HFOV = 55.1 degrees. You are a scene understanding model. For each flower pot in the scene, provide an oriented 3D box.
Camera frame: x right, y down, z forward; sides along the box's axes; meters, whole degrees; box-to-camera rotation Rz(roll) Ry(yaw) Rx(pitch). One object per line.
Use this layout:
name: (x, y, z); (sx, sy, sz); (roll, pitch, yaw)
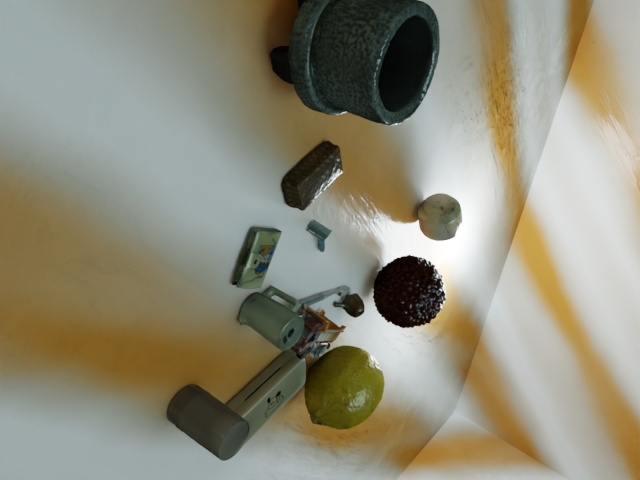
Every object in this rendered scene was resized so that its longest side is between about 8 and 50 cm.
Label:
flower pot: (0.078, -0.394, 1.267); (0.299, 0.283, 0.299); (-35, 137, -41)

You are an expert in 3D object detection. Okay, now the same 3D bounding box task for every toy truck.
toy truck: (-0.025, 0.264, 1.787); (0.135, 0.114, 0.270); (-57, 160, 4)

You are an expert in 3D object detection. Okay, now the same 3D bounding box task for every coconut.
coconut: (0.442, -0.074, 2.237); (0.171, 0.171, 0.183); (-49, 141, -23)

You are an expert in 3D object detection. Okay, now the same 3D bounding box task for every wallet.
wallet: (-0.153, 0.044, 1.498); (0.110, 0.039, 0.155); (3, 110, -60)

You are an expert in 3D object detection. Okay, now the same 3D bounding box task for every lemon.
lemon: (0.074, 0.484, 2.017); (0.310, 0.253, 0.253); (-42, 145, -35)

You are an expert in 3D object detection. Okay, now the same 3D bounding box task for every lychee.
lychee: (0.313, 0.180, 2.168); (0.264, 0.300, 0.264); (-4, 117, -8)

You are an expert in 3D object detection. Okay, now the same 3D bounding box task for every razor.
razor: (0.000, 0.000, 1.708); (0.040, 0.068, 0.135); (-50, 160, -19)

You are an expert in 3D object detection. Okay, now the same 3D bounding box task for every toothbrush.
toothbrush: (-0.009, 0.178, 1.862); (0.342, 0.025, 0.030); (-11, 128, -56)

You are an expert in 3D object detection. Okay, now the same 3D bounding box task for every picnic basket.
picnic basket: (-0.014, -0.161, 1.539); (0.193, 0.055, 0.110); (-45, 147, -26)

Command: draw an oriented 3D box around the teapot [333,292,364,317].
teapot: (0.088, 0.220, 2.018); (0.110, 0.080, 0.085); (-6, 141, -41)

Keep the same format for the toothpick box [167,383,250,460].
toothpick box: (-0.272, 0.438, 1.488); (0.111, 0.181, 0.111); (-38, 141, -39)

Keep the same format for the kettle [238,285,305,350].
kettle: (-0.120, 0.191, 1.564); (0.127, 0.148, 0.098); (-60, 149, -2)

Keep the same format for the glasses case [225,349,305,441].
glasses case: (-0.164, 0.458, 1.793); (0.313, 0.070, 0.131); (-38, 143, -38)
